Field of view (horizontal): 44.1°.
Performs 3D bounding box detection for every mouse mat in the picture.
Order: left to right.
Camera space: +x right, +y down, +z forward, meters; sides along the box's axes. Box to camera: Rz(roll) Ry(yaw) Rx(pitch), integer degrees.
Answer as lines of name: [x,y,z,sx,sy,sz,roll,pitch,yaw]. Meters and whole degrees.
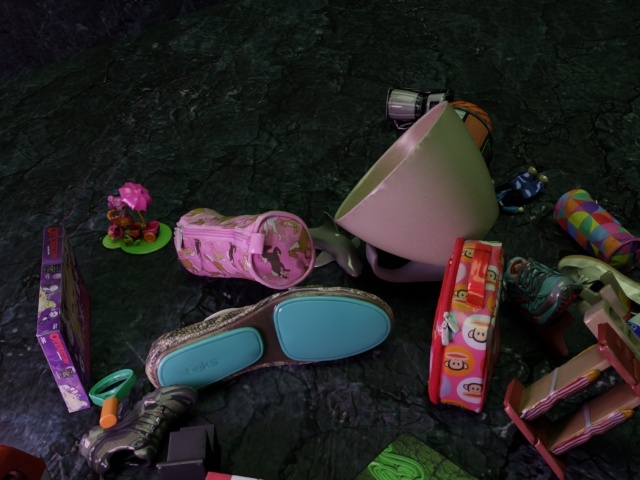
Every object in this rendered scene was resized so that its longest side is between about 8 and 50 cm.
mouse mat: [0.160,0.399,1.280,0.189,0.007,0.152,27,48,37]

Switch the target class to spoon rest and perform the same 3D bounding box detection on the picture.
spoon rest: [0.230,0.045,1.742,0.276,0.084,0.137,-1,36,-16]

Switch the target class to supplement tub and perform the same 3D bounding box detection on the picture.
supplement tub: [0.301,-0.191,1.925,0.207,0.207,0.338,11,39,22]

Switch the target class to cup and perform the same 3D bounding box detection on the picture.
cup: [0.223,-0.083,1.618,0.237,0.331,0.331,43,45,-6]

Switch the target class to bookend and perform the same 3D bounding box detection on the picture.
bookend: [-0.212,0.356,1.304,0.072,0.157,0.156,-6,37,-1]

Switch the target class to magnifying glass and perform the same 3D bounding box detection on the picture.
magnifying glass: [-0.384,0.288,1.451,0.092,0.026,0.231,-25,15,-7]

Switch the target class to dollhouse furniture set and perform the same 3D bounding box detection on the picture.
dollhouse furniture set: [0.463,0.219,1.371,0.201,0.152,0.374,-40,-1,26]

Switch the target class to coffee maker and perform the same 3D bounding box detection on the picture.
coffee maker: [0.291,-0.396,2.275,0.178,0.120,0.171,9,38,19]

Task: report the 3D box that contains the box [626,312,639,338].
box: [0.647,0.186,1.478,0.137,0.072,0.126,-26,41,-26]

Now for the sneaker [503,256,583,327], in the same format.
sneaker: [0.400,0.090,1.504,0.104,0.262,0.125,-44,87,-7]

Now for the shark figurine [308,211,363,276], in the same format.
shark figurine: [-0.015,-0.014,1.815,0.278,0.116,0.166,12,39,20]

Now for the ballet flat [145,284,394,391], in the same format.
ballet flat: [-0.106,0.171,1.557,0.482,0.164,0.182,-14,21,-7]

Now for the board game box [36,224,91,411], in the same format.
board game box: [-0.510,0.146,1.588,0.056,0.208,0.347,-10,37,-10]

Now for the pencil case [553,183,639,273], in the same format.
pencil case: [0.613,-0.025,1.749,0.104,0.105,0.236,-13,38,-9]

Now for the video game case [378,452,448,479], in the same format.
video game case: [0.143,0.443,1.248,0.190,0.022,0.173,-34,45,-31]

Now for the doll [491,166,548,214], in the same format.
doll: [0.459,-0.115,1.933,0.189,0.046,0.129,-29,51,-19]

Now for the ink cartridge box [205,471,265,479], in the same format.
ink cartridge box: [-0.091,0.430,1.209,0.175,0.128,0.072,4,39,14]

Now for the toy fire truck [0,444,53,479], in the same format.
toy fire truck: [-0.492,0.435,1.155,0.169,0.254,0.302,5,38,14]

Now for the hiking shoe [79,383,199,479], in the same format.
hiking shoe: [-0.305,0.348,1.405,0.226,0.086,0.114,-31,51,-16]

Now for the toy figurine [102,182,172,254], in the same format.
toy figurine: [-0.459,-0.065,1.906,0.173,0.159,0.130,-2,36,7]

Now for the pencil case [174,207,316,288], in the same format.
pencil case: [-0.168,0.011,1.654,0.167,0.160,0.386,-27,17,-30]

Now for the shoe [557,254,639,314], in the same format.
shoe: [0.578,0.093,1.610,0.219,0.077,0.058,27,42,34]

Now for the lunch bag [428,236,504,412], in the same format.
lunch bag: [0.275,0.135,1.444,0.120,0.258,0.293,9,37,13]
